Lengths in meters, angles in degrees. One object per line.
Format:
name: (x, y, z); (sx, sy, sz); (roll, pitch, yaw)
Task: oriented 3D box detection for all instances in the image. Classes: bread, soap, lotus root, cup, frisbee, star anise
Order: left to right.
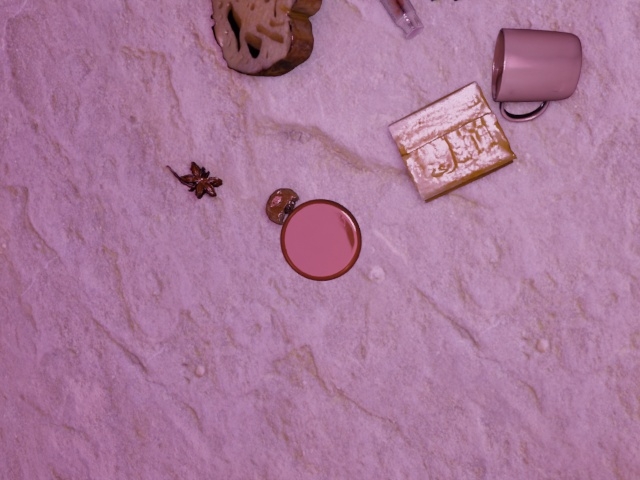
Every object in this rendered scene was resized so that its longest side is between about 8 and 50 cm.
star anise: (-0.391, -0.189, 1.895); (0.191, 0.070, 0.097); (35, 72, 6)
lotus root: (-0.165, -0.654, 1.741); (0.375, 0.111, 0.390); (36, 122, 23)
bread: (-0.117, -0.106, 1.854); (0.082, 0.060, 0.113); (37, 92, 20)
frisbee: (0.000, 0.000, 1.868); (0.251, 0.021, 0.250); (1, 96, 10)
soap: (0.363, -0.275, 1.733); (0.281, 0.143, 0.259); (-27, 87, 15)
cup: (0.574, -0.438, 1.671); (0.201, 0.191, 0.252); (3, 125, 6)

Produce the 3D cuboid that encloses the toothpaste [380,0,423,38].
toothpaste: (0.186, -0.723, 1.760); (0.100, 0.066, 0.323); (-30, 85, 11)
